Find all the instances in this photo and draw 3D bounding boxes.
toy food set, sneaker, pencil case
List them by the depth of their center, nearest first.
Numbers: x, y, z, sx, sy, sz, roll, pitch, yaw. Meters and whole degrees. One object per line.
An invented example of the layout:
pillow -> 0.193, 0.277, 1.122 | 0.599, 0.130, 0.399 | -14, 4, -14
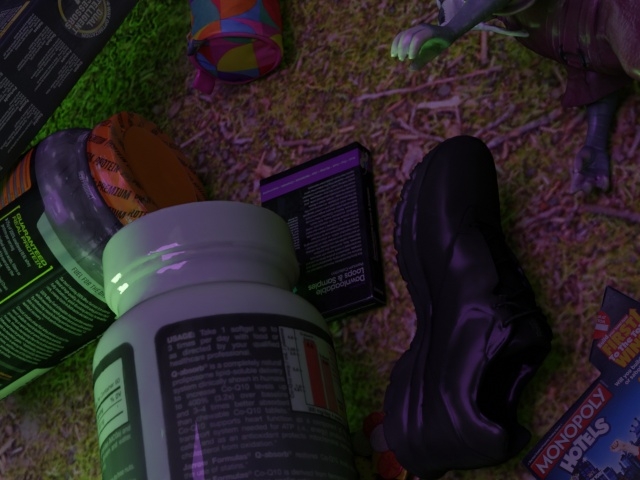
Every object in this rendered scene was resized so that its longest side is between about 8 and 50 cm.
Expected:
sneaker -> 0.133, 0.052, 1.218 | 0.130, 0.109, 0.286 | -10, 74, 46
toy food set -> 0.051, 0.190, 1.281 | 0.083, 0.020, 0.083 | 8, 76, 38
pencil case -> -0.098, -0.273, 1.533 | 0.104, 0.104, 0.236 | -20, 60, 28

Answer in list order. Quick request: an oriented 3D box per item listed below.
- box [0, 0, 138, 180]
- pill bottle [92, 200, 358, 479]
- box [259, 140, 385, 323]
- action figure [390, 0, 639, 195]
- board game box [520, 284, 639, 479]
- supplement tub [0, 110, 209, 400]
box -> -0.365, -0.167, 1.550 | 0.318, 0.097, 0.395 | -10, 42, 50
pill bottle -> -0.080, 0.163, 1.244 | 0.210, 0.210, 0.363 | -24, 60, 26
box -> 0.000, 0.000, 1.392 | 0.116, 0.029, 0.162 | -20, 59, 29
action figure -> 0.231, -0.187, 1.166 | 0.370, 0.248, 0.276 | 26, 86, 37
board game box -> 0.257, 0.136, 1.132 | 0.194, 0.060, 0.194 | -49, 50, 9
supplement tub -> -0.273, 0.018, 1.473 | 0.316, 0.193, 0.194 | -32, 56, 21
